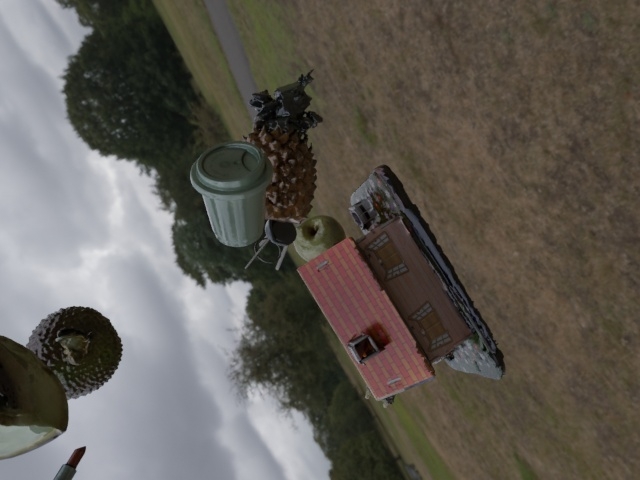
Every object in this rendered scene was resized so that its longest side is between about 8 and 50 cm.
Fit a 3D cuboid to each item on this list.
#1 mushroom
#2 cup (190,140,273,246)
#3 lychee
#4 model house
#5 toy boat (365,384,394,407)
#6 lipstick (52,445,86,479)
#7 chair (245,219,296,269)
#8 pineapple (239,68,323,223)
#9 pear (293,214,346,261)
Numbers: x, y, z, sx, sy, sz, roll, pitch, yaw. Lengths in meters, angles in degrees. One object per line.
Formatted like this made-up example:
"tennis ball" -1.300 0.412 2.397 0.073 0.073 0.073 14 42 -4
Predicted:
"mushroom" -0.661 0.300 1.072 0.292 0.218 0.211 25 -136 -60
"cup" -0.127 -0.067 0.874 0.141 0.120 0.120 87 157 -46
"lychee" -0.701 0.318 1.643 0.270 0.320 0.269 30 -127 -49
"model house" 0.076 0.079 0.749 0.293 0.154 0.207 59 168 2
"toy boat" 0.152 0.250 1.222 0.068 0.225 0.088 22 -164 17
"lipstick" -0.387 0.363 0.855 0.030 0.030 0.129 45 -133 -25
"chair" -0.132 0.011 1.644 0.095 0.104 0.221 26 143 -5
"pineapple" -0.100 -0.220 1.325 0.223 0.223 0.356 -151 71 -82
"pear" 0.000 0.000 1.838 0.167 0.167 0.136 58 -178 36
